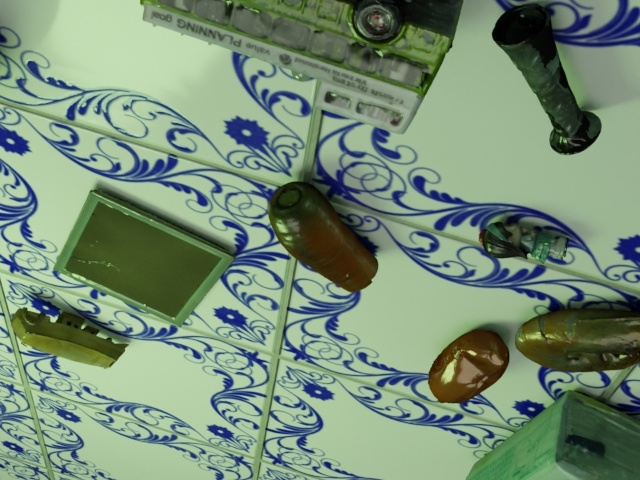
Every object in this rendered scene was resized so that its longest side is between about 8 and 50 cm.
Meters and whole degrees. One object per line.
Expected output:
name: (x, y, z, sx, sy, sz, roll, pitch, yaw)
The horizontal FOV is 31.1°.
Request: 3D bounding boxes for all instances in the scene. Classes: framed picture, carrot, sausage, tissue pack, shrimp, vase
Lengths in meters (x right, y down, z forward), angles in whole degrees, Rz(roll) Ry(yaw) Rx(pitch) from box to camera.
framed picture: (-0.274, 0.031, 1.754, 0.231, 0.018, 0.293, 26, 148, -12)
carrot: (0.000, 0.000, 1.500, 0.087, 0.087, 0.193, -3, 145, 31)
sausage: (0.217, 0.182, 1.678, 0.089, 0.089, 0.179, 26, 145, -12)
tissue pack: (0.423, 0.412, 1.845, 0.287, 0.162, 0.388, 25, 148, -4)
shrimp: (0.393, 0.139, 1.528, 0.287, 0.063, 0.152, -7, 143, 41)
vase: (0.229, -0.159, 1.153, 0.059, 0.059, 0.167, -4, 142, 33)

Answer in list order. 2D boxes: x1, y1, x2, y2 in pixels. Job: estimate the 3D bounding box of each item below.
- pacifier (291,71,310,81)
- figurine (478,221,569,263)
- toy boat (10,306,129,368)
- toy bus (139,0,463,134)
pacifier: (-0.013, -0.196, 1.218, 0.083, 0.064, 0.068, 36, 162, -25)
figurine: (0.249, 0.003, 1.414, 0.106, 0.047, 0.060, 9, -176, 2)
toy boat: (-0.434, 0.165, 1.997, 0.206, 0.072, 0.064, 22, 134, -25)
toy bus: (-0.022, -0.221, 1.115, 0.302, 0.113, 0.139, 19, 131, 0)
